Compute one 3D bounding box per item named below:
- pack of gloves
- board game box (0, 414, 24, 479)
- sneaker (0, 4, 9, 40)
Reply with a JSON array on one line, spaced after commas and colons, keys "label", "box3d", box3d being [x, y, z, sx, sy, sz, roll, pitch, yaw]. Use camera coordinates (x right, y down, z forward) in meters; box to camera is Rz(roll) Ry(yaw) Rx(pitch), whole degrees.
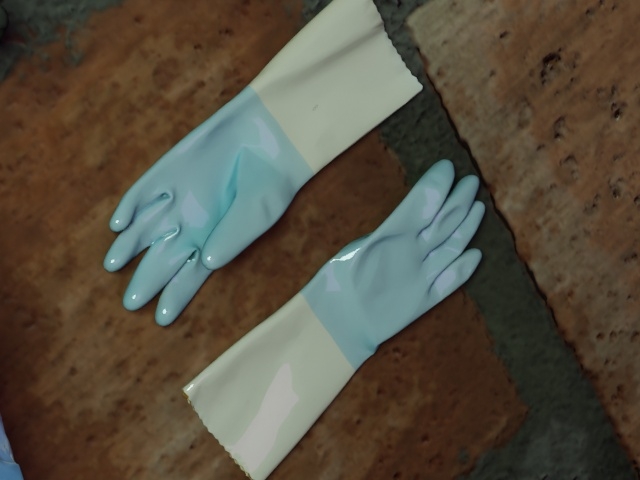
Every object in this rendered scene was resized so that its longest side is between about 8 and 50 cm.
[{"label": "pack of gloves", "box3d": [0.000, 0.000, 1.068, 0.232, 0.046, 0.195, -44, 117, -18]}, {"label": "board game box", "box3d": [-0.260, 0.139, 0.788, 0.291, 0.141, 0.232, -47, 127, -62]}, {"label": "sneaker", "box3d": [-0.263, -0.078, 0.878, 0.234, 0.078, 0.106, -6, 104, -27]}]
